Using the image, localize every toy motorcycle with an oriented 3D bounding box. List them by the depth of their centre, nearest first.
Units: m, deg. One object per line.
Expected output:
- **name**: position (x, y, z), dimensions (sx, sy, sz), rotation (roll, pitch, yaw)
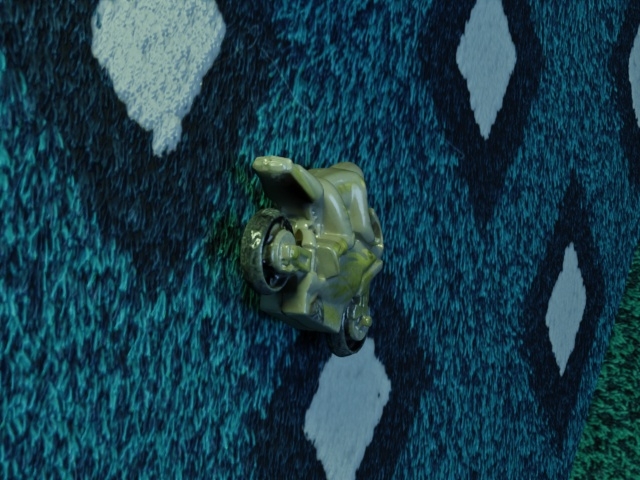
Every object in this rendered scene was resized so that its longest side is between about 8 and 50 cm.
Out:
- **toy motorcycle**: position (0.000, 0.000, 1.728), dimensions (0.340, 0.107, 0.223), rotation (38, 61, -61)
